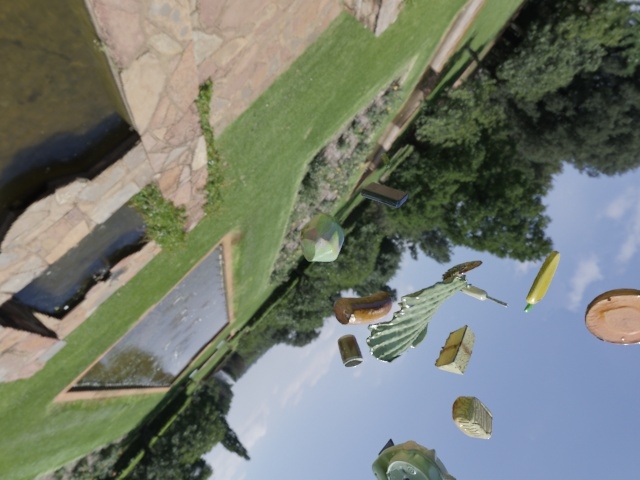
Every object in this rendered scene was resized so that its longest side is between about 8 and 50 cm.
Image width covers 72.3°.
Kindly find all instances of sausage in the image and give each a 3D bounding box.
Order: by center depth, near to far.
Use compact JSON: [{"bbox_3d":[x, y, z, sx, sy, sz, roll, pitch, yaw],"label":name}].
[{"bbox_3d":[0.166,0.239,1.554,0.271,0.109,0.109,-3,140,-48],"label":"sausage"}]

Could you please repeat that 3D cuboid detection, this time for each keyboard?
[{"bbox_3d":[0.324,1.027,2.124,0.013,0.061,0.204,-10,139,-24],"label":"keyboard"}]

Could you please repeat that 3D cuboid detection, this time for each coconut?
[{"bbox_3d":[0.000,0.000,2.014,0.236,0.205,0.236,-39,-154,23],"label":"coconut"}]

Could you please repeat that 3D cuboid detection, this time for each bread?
[{"bbox_3d":[0.632,0.738,1.835,0.106,0.236,0.140,-13,-136,40],"label":"bread"},{"bbox_3d":[0.675,0.555,2.268,0.178,0.135,0.240,-4,-136,47],"label":"bread"}]

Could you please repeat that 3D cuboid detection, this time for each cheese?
[{"bbox_3d":[0.782,0.264,2.105,0.127,0.235,0.049,18,94,-60],"label":"cheese"}]

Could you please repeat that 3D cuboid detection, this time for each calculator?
[{"bbox_3d":[0.757,0.143,1.499,0.146,0.032,0.234,-8,119,-48],"label":"calculator"}]

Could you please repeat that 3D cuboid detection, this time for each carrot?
[{"bbox_3d":[1.295,0.326,1.856,0.307,0.258,0.100,-14,-164,36],"label":"carrot"}]

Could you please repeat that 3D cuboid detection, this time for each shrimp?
[{"bbox_3d":[0.639,0.137,1.971,0.236,0.053,0.133,-20,-171,-31],"label":"shrimp"}]

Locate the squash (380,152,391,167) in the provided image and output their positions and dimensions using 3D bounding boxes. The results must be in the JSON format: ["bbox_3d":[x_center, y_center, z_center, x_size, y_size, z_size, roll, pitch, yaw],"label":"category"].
[{"bbox_3d":[0.284,-0.343,1.888,0.027,0.027,0.083,-51,-143,31],"label":"squash"}]

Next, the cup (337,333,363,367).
[{"bbox_3d":[0.108,0.398,1.569,0.074,0.099,0.102,-19,145,3],"label":"cup"}]

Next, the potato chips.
[{"bbox_3d":[0.327,0.234,1.429,0.389,0.097,0.373,-5,135,-49],"label":"potato chips"}]

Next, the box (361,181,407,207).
[{"bbox_3d":[0.353,-0.255,2.426,0.160,0.230,0.050,-39,144,-54],"label":"box"}]

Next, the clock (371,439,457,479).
[{"bbox_3d":[0.373,0.924,1.710,0.109,0.265,0.324,-21,157,-46],"label":"clock"}]
